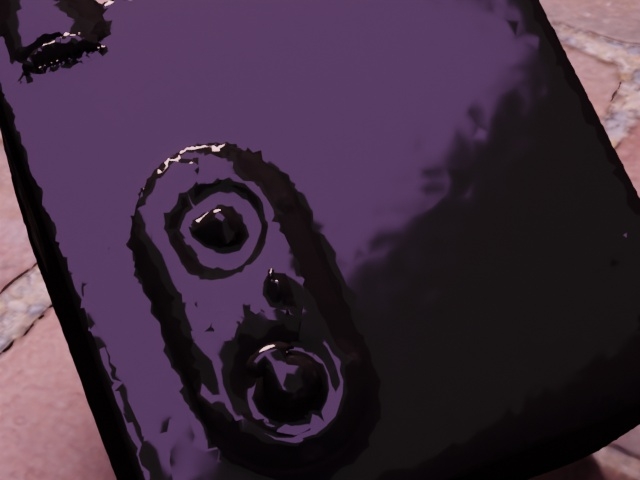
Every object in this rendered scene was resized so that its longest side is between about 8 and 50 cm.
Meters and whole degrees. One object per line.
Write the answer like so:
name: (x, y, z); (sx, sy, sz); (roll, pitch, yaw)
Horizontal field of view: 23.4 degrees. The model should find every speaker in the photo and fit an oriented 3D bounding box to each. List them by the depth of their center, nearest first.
speaker: (0.000, 0.000, 0.674); (0.232, 0.184, 0.254); (-18, 74, -14)
